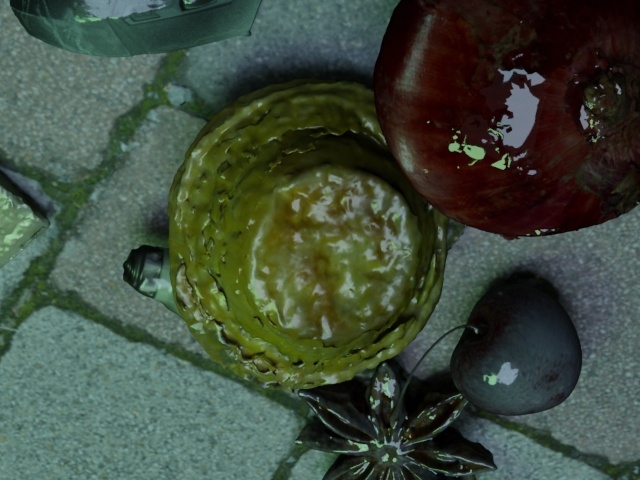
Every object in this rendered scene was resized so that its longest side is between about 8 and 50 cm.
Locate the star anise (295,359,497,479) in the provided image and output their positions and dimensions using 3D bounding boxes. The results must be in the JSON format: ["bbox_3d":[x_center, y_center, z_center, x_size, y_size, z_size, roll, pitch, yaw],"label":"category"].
[{"bbox_3d":[0.086,0.216,1.938,0.262,0.081,0.230,43,116,-12],"label":"star anise"}]

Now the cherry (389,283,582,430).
[{"bbox_3d":[0.176,0.137,1.840,0.115,0.188,0.148,25,172,29],"label":"cherry"}]

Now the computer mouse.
[{"bbox_3d":[-0.156,-0.212,1.648,0.231,0.071,0.126,-4,125,3],"label":"computer mouse"}]

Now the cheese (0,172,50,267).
[{"bbox_3d":[-0.415,-0.119,1.743,0.085,0.034,0.400,-34,118,23],"label":"cheese"}]

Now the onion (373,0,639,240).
[{"bbox_3d":[0.184,-0.133,1.588,0.276,0.276,0.276,1,125,1],"label":"onion"}]

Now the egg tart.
[{"bbox_3d":[0.000,0.000,1.707,0.294,0.123,0.294,-3,101,-16],"label":"egg tart"}]

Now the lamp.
[{"bbox_3d":[-0.064,0.049,1.814,0.250,0.101,0.101,11,125,-14],"label":"lamp"}]
